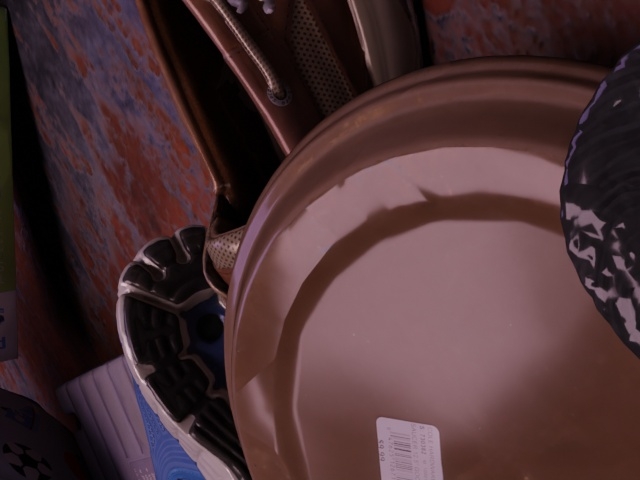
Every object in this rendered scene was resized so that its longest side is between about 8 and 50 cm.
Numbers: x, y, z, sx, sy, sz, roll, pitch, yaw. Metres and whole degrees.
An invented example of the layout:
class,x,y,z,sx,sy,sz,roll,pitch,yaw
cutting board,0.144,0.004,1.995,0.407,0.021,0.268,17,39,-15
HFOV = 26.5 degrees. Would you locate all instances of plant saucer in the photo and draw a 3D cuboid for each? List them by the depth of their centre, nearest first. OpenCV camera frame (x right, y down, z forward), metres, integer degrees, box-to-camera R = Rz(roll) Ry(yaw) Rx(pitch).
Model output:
class,x,y,z,sx,sy,sz,roll,pitch,yaw
plant saucer,0.077,0.071,0.500,0.278,0.041,0.277,12,116,26

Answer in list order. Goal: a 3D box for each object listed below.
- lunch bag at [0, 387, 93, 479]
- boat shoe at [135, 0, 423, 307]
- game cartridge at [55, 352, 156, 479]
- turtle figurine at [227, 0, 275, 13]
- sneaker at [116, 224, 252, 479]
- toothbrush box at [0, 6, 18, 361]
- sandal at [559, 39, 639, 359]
class,x,y,z,sx,sy,sz,roll,pitch,yaw
lunch bag,-0.362,0.231,1.063,0.328,0.386,0.239,-140,55,-71
boat shoe,0.000,0.000,0.621,0.123,0.116,0.324,-13,99,61
game cartridge,-0.073,0.244,0.987,0.230,0.068,0.355,-26,87,58
turtle figurine,0.027,-0.155,0.467,0.175,0.118,0.234,-60,42,39
sneaker,-0.018,0.153,0.789,0.147,0.130,0.330,131,117,-74
toothbrush box,-0.351,-0.040,1.035,0.122,0.206,0.283,20,114,53
sandal,0.193,0.058,0.243,0.446,0.107,0.167,35,134,45
